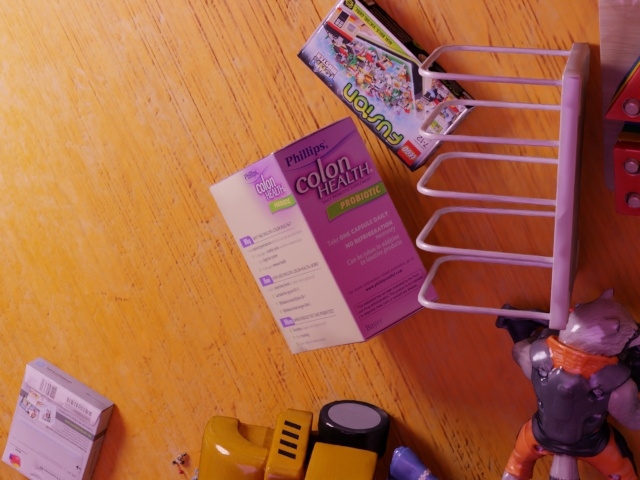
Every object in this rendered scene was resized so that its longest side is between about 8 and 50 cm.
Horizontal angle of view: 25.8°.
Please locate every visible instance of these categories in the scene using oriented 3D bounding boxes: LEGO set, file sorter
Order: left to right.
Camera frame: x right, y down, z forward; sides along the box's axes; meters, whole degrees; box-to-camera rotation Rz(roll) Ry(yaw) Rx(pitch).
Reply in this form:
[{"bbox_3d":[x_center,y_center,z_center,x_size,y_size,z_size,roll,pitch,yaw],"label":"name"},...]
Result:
[{"bbox_3d":[-0.186,0.348,2.020,0.083,0.023,0.054,35,119,14],"label":"LEGO set"},{"bbox_3d":[0.203,-0.069,1.555,0.173,0.193,0.278,4,108,13],"label":"file sorter"}]

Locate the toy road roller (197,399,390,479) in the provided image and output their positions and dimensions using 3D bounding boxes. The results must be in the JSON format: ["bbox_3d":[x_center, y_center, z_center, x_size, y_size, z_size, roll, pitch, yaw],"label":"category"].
[{"bbox_3d":[-0.048,0.341,1.769,0.240,0.329,0.203,8,112,3],"label":"toy road roller"}]

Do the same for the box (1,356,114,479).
[{"bbox_3d":[-0.398,0.289,2.107,0.145,0.038,0.186,28,116,18],"label":"box"}]

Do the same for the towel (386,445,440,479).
[{"bbox_3d":[0.216,0.379,1.720,0.336,0.243,0.040,38,75,12],"label":"towel"}]

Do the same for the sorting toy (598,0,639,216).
[{"bbox_3d":[0.412,-0.126,1.445,0.257,0.089,0.255,8,132,23],"label":"sorting toy"}]

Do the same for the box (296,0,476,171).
[{"bbox_3d":[0.079,-0.195,1.692,0.207,0.036,0.114,45,121,8],"label":"box"}]

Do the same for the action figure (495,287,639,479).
[{"bbox_3d":[0.340,0.215,1.610,0.341,0.178,0.330,11,120,26],"label":"action figure"}]

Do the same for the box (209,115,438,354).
[{"bbox_3d":[0.000,0.000,1.698,0.243,0.117,0.213,63,155,-3],"label":"box"}]
